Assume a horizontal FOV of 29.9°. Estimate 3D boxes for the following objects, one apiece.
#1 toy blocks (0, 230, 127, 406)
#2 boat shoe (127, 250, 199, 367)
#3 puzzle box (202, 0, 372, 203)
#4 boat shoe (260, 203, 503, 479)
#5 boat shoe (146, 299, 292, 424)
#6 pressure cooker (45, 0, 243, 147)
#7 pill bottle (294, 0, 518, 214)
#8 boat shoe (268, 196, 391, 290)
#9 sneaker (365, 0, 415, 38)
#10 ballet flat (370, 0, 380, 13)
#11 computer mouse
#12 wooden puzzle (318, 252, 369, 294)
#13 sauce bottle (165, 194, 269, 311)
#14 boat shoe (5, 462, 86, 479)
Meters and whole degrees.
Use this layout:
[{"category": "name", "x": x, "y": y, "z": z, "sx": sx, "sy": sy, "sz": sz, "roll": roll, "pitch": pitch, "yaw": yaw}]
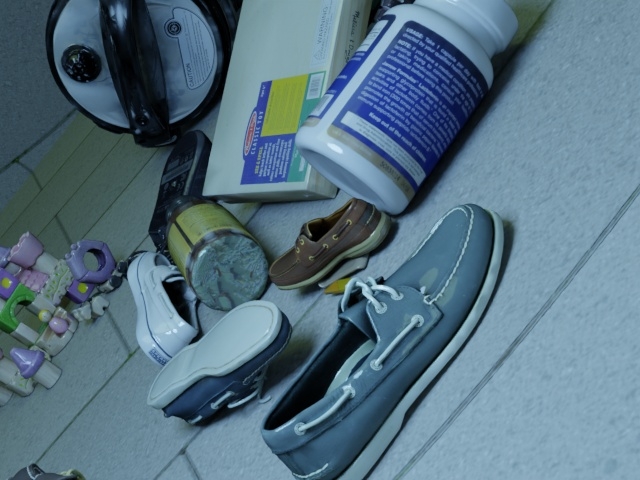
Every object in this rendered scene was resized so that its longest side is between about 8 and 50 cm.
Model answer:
[{"category": "toy blocks", "x": -0.563, "y": 0.103, "z": 2.137, "sx": 0.309, "sy": 0.260, "sz": 0.288, "roll": -21, "pitch": 36, "yaw": 53}, {"category": "boat shoe", "x": -0.212, "y": 0.082, "z": 1.714, "sx": 0.084, "sy": 0.095, "sz": 0.258, "roll": -42, "pitch": 33, "yaw": 13}, {"category": "puzzle box", "x": -0.040, "y": -0.253, "z": 1.691, "sx": 0.272, "sy": 0.052, "sz": 0.408, "roll": 1, "pitch": 77, "yaw": 54}, {"category": "boat shoe", "x": 0.060, "y": 0.084, "z": 1.123, "sx": 0.319, "sy": 0.099, "sz": 0.116, "roll": -56, "pitch": 21, "yaw": -11}, {"category": "boat shoe", "x": -0.105, "y": 0.150, "z": 1.382, "sx": 0.254, "sy": 0.079, "sz": 0.095, "roll": -37, "pitch": 27, "yaw": 38}, {"category": "pressure cooker", "x": -0.349, "y": -0.408, "z": 2.383, "sx": 0.375, "sy": 0.370, "sz": 0.420, "roll": -47, "pitch": 18, "yaw": 23}, {"category": "pill bottle", "x": 0.103, "y": -0.174, "z": 1.379, "sx": 0.264, "sy": 0.153, "sz": 0.153, "roll": -54, "pitch": 21, "yaw": -7}, {"category": "boat shoe", "x": 0.000, "y": 0.000, "z": 1.394, "sx": 0.178, "sy": 0.060, "sz": 0.064, "roll": -30, "pitch": 30, "yaw": 36}, {"category": "sneaker", "x": 0.107, "y": -0.335, "z": 1.706, "sx": 0.281, "sy": 0.106, "sz": 0.162, "roll": -55, "pitch": 18, "yaw": -8}, {"category": "ballet flat", "x": 0.118, "y": -0.400, "z": 1.821, "sx": 0.206, "sy": 0.073, "sz": 0.067, "roll": -48, "pitch": 43, "yaw": -13}, {"category": "computer mouse", "x": -0.226, "y": -0.053, "z": 1.984, "sx": 0.188, "sy": 0.072, "sz": 0.272, "roll": -18, "pitch": 51, "yaw": 52}, {"category": "wooden puzzle", "x": 0.032, "y": 0.022, "z": 1.402, "sx": 0.079, "sy": 0.014, "sz": 0.116, "roll": -22, "pitch": 36, "yaw": 45}, {"category": "sauce bottle", "x": -0.158, "y": 0.002, "z": 1.685, "sx": 0.111, "sy": 0.111, "sz": 0.344, "roll": -50, "pitch": 21, "yaw": 3}, {"category": "boat shoe", "x": -0.303, "y": 0.335, "z": 1.443, "sx": 0.096, "sy": 0.116, "sz": 0.324, "roll": -50, "pitch": 25, "yaw": -8}]
